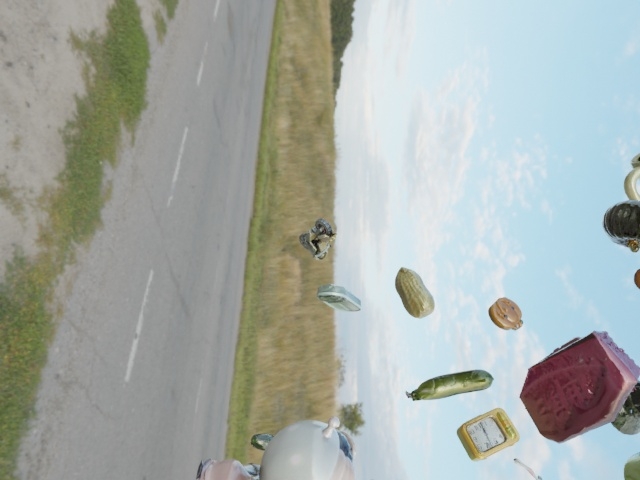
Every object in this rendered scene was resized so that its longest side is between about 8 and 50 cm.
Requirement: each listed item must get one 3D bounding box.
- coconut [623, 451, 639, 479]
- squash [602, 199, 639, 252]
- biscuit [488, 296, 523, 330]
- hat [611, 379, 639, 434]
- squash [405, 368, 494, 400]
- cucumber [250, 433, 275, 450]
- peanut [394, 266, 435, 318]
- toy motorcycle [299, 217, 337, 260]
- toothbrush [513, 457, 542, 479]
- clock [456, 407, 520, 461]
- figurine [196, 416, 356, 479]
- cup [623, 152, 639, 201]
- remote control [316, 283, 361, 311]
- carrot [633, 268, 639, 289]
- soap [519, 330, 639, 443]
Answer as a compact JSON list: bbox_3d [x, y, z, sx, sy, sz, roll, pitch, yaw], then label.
[{"bbox_3d":[1.166,0.817,1.397,0.328,0.281,0.328,-56,173,-11],"label":"coconut"},{"bbox_3d":[0.981,-0.048,1.337,0.193,0.193,0.156,-91,-162,-71],"label":"squash"},{"bbox_3d":[0.875,0.345,2.003,0.050,0.170,0.170,111,-16,-54],"label":"biscuit"},{"bbox_3d":[1.234,0.617,1.670,0.128,0.265,0.266,134,-38,-59],"label":"hat"},{"bbox_3d":[0.474,0.538,1.590,0.087,0.331,0.087,167,-90,-89],"label":"squash"},{"bbox_3d":[-0.187,0.853,1.802,0.069,0.227,0.069,-46,-147,42],"label":"cucumber"},{"bbox_3d":[0.449,0.253,2.080,0.313,0.152,0.152,-113,-160,-49],"label":"peanut"},{"bbox_3d":[0.000,0.000,1.585,0.130,0.094,0.229,54,-30,1],"label":"toy motorcycle"},{"bbox_3d":[0.690,0.762,1.420,0.204,0.017,0.022,41,40,-28],"label":"toothbrush"},{"bbox_3d":[0.652,0.757,1.677,0.096,0.202,0.143,91,-23,-57],"label":"clock"},{"bbox_3d":[-0.089,0.575,1.025,0.253,0.361,0.211,-105,175,-61],"label":"figurine"},{"bbox_3d":[1.292,-0.236,1.620,0.202,0.255,0.173,56,-29,-3],"label":"cup"},{"bbox_3d":[0.066,0.199,1.460,0.247,0.104,0.052,44,47,-59],"label":"remote control"},{"bbox_3d":[1.199,0.178,1.530,0.102,0.263,0.102,-28,-133,35],"label":"carrot"},{"bbox_3d":[0.707,0.409,1.200,0.325,0.127,0.220,-50,-125,37],"label":"soap"}]
